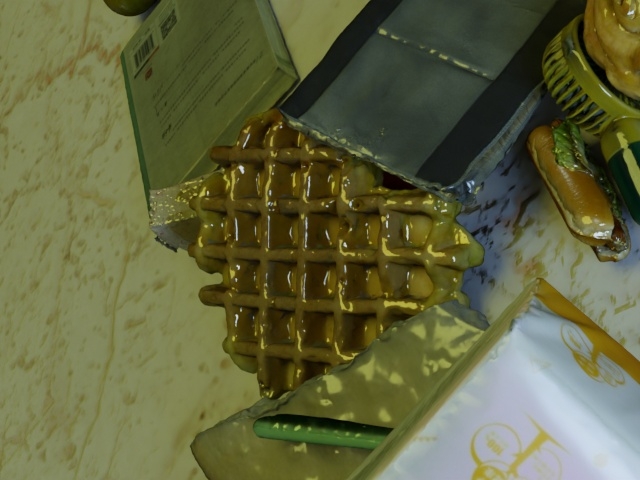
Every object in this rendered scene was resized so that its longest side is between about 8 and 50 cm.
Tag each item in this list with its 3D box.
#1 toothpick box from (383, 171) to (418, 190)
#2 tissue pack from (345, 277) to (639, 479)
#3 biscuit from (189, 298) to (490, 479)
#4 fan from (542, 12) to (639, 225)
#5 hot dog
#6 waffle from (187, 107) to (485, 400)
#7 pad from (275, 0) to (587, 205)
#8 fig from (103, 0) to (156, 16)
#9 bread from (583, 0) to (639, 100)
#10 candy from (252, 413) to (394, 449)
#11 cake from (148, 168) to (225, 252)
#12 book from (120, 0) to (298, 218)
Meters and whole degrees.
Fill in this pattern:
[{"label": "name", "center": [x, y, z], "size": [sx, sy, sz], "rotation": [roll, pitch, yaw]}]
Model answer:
[{"label": "toothpick box", "center": [0.048, -0.039, 0.987], "size": [0.083, 0.047, 0.047], "rotation": [-35, 45, 34]}, {"label": "tissue pack", "center": [0.124, 0.161, 0.612], "size": [0.185, 0.225, 0.124], "rotation": [-50, -3, 22]}, {"label": "biscuit", "center": [0.030, 0.144, 0.874], "size": [0.290, 0.038, 0.141], "rotation": [-30, 72, 31]}, {"label": "fan", "center": [0.187, -0.071, 0.815], "size": [0.039, 0.082, 0.155], "rotation": [-42, 53, 39]}, {"label": "hot dog", "center": [0.168, -0.038, 0.832], "size": [0.041, 0.056, 0.133], "rotation": [-39, 39, 18]}, {"label": "waffle", "center": [-0.001, 0.000, 0.961], "size": [0.249, 0.056, 0.253], "rotation": [-39, 63, 33]}, {"label": "pad", "center": [0.095, -0.142, 0.916], "size": [0.174, 0.022, 0.233], "rotation": [25, 71, 33]}, {"label": "fig", "center": [-0.214, -0.300, 1.427], "size": [0.084, 0.098, 0.082], "rotation": [-36, 41, 14]}, {"label": "bread", "center": [0.264, -0.160, 0.729], "size": [0.236, 0.120, 0.198], "rotation": [9, 78, 52]}, {"label": "candy", "center": [0.081, 0.129, 0.783], "size": [0.323, 0.097, 0.097], "rotation": [1, 70, 41]}, {"label": "cake", "center": [-0.096, -0.037, 1.161], "size": [0.121, 0.065, 0.052], "rotation": [-29, 51, 29]}, {"label": "book", "center": [-0.126, -0.177, 1.305], "size": [0.215, 0.025, 0.283], "rotation": [-45, 40, 26]}]
